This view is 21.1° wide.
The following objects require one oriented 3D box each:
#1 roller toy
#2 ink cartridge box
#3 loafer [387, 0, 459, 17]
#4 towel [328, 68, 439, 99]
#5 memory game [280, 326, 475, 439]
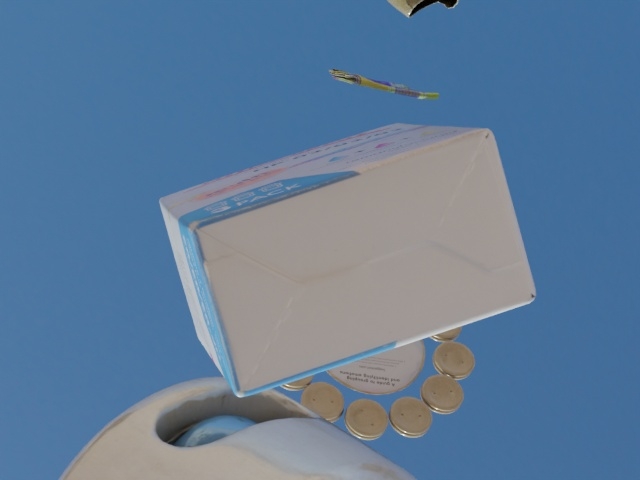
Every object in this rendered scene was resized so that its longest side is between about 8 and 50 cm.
[{"bbox_3d":[-0.044,0.173,0.845,0.146,0.209,0.191,28,-111,42],"label":"roller toy"},{"bbox_3d":[0.000,0.000,0.629,0.104,0.181,0.062,-17,-83,-8],"label":"ink cartridge box"},{"bbox_3d":[0.130,-0.255,1.671,0.148,0.056,0.050,-21,-102,-8],"label":"loafer"},{"bbox_3d":[0.054,-0.133,1.472,0.060,0.083,0.009,25,-77,64],"label":"towel"},{"bbox_3d":[0.041,0.091,1.456,0.186,0.012,0.186,8,-130,-10],"label":"memory game"}]
